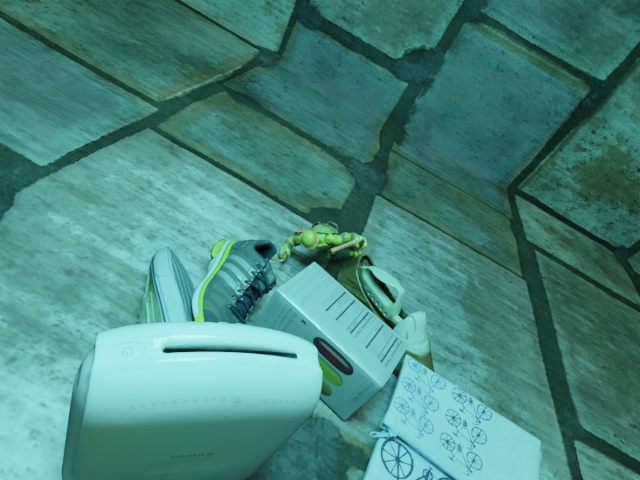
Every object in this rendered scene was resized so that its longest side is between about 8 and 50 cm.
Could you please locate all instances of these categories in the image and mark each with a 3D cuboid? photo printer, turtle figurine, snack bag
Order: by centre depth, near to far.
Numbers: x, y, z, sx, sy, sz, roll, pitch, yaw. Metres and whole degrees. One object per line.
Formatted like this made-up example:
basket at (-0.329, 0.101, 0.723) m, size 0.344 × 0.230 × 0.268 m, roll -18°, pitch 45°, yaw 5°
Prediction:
photo printer at (-0.156, 0.208, 0.491) m, size 0.256 × 0.307 × 0.107 m, roll 10°, pitch 42°, yaw -27°
snack bag at (0.234, 0.407, 0.699) m, size 0.323 × 0.037 × 0.342 m, roll 34°, pitch 42°, yaw 6°
turtle figurine at (0.000, 0.000, 0.958) m, size 0.217 × 0.270 × 0.087 m, roll 7°, pitch 76°, yaw -63°

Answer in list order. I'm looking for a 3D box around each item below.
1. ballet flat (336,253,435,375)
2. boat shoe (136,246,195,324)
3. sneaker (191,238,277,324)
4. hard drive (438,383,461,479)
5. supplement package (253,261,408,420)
ballet flat at (0.162, 0.164, 0.916) m, size 0.116 × 0.124 × 0.342 m, roll -6°, pitch 51°, yaw -39°
boat shoe at (-0.258, 0.131, 0.677) m, size 0.094 × 0.109 × 0.302 m, roll -25°, pitch 48°, yaw -5°
sneaker at (-0.147, 0.086, 0.747) m, size 0.122 × 0.111 × 0.299 m, roll -15°, pitch 38°, yaw 9°
hard drive at (0.305, 0.446, 0.767) m, size 0.203 × 0.040 × 0.307 m, roll -12°, pitch 55°, yaw -42°
supplement package at (0.017, 0.185, 0.777) m, size 0.244 × 0.139 × 0.134 m, roll 40°, pitch 36°, yaw 12°
